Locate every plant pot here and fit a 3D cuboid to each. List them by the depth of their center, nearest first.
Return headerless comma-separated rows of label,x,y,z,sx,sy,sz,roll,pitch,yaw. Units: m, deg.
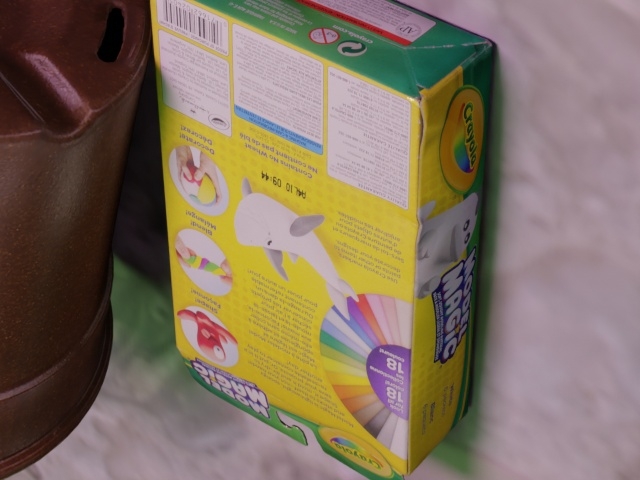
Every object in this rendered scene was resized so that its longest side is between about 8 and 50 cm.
plant pot,-0.136,-0.027,0.631,0.167,0.167,0.165,39,138,14

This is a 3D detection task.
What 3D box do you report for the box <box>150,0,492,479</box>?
box,0.000,0.000,0.608,0.105,0.043,0.179,27,136,27
